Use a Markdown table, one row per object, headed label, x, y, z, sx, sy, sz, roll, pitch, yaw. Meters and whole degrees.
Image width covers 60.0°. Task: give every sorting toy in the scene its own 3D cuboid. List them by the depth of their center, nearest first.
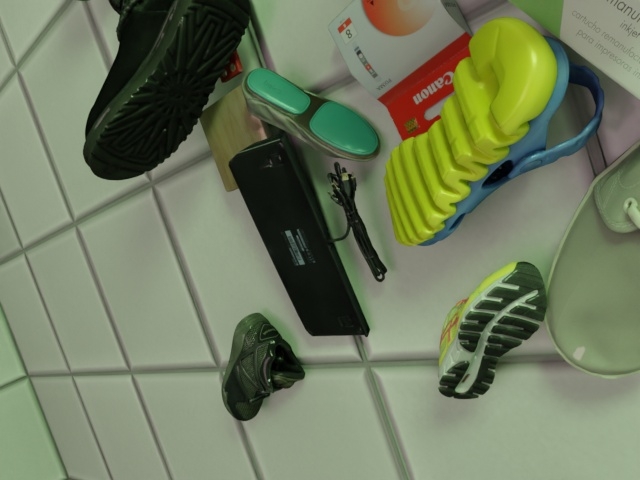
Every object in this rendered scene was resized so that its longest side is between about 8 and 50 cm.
| label | x | y | z | sx | sy | sz | roll | pitch | yaw |
| --- | --- | --- | --- | --- | --- | --- | --- | --- | --- |
| sorting toy | -0.117 | -0.166 | 0.853 | 0.132 | 0.046 | 0.275 | -17 | 95 | 45 |

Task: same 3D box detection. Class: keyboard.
| label | x | y | z | sx | sy | sz | roll | pitch | yaw |
| --- | --- | --- | --- | --- | --- | --- | --- | --- | --- |
| keyboard | 0.000 | 0.000 | 0.785 | 0.201 | 0.033 | 0.317 | -9 | 113 | 39 |

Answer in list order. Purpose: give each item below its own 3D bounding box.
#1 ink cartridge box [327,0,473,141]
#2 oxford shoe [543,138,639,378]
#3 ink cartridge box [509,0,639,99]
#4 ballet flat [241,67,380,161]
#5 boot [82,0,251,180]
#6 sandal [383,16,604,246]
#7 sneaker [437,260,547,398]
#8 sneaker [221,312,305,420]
| label | x | y | z | sx | sy | sz | roll | pitch | yaw |
| --- | --- | --- | --- | --- | --- | --- | --- | --- | --- |
| ink cartridge box | 0.100 | -0.214 | 0.641 | 0.145 | 0.045 | 0.179 | -29 | 84 | 45 |
| oxford shoe | 0.323 | -0.037 | 0.452 | 0.169 | 0.130 | 0.449 | 42 | 131 | 20 |
| ink cartridge box | 0.281 | -0.297 | 0.359 | 0.207 | 0.119 | 0.353 | 47 | 140 | 18 |
| ballet flat | -0.013 | -0.160 | 0.749 | 0.213 | 0.072 | 0.068 | 33 | 158 | 11 |
| boot | -0.268 | -0.286 | 0.820 | 0.348 | 0.131 | 0.260 | -50 | 61 | 14 |
| sandal | 0.168 | -0.084 | 0.575 | 0.317 | 0.138 | 0.126 | 130 | 133 | -61 |
| sneaker | 0.185 | 0.092 | 0.650 | 0.081 | 0.094 | 0.209 | 15 | 129 | -8 |
| sneaker | -0.103 | 0.252 | 0.975 | 0.130 | 0.087 | 0.228 | 35 | 121 | 36 |
